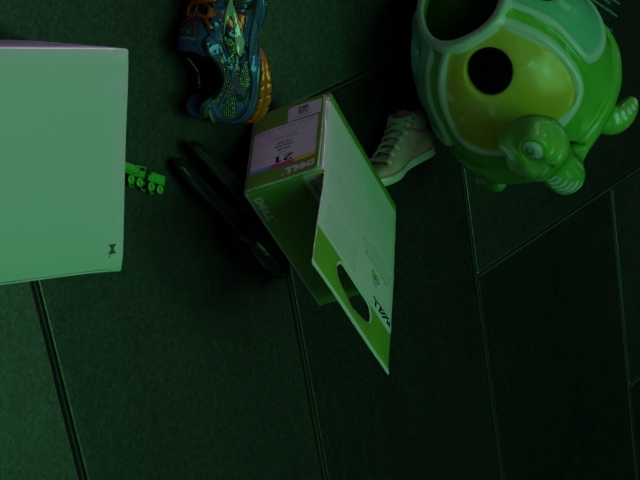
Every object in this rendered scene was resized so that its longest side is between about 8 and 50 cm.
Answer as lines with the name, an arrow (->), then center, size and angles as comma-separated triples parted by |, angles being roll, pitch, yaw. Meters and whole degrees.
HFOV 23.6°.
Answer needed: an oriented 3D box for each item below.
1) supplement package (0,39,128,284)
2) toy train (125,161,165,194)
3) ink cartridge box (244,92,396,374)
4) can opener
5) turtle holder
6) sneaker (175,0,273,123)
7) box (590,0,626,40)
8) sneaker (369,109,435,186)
supplement package -> -0.310, -0.070, 1.307 | 0.262, 0.145, 0.204 | -7, 104, -48
toy train -> -0.188, -0.066, 1.542 | 0.083, 0.017, 0.023 | 20, 74, -48
ink cartridge box -> 0.000, 0.000, 1.618 | 0.255, 0.097, 0.189 | -84, 151, -45
can opener -> -0.090, -0.036, 1.630 | 0.059, 0.073, 0.186 | -48, 122, -20
turtle holder -> 0.211, -0.183, 1.778 | 0.227, 0.243, 0.320 | 45, 51, -42
sneaker -> -0.105, -0.220, 1.557 | 0.087, 0.083, 0.221 | -20, 109, -36
box -> 0.326, -0.374, 1.981 | 0.153, 0.108, 0.207 | 20, 83, -48
sneaker -> 0.085, -0.113, 1.814 | 0.134, 0.051, 0.070 | -34, 121, -43
